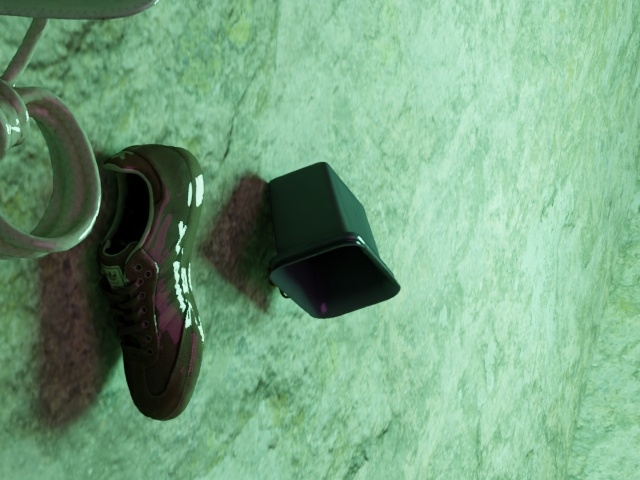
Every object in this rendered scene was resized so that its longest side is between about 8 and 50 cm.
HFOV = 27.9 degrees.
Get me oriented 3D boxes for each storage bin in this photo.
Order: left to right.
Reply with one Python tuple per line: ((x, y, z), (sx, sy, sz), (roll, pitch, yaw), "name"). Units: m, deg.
((0.000, 0.000, 1.098), (0.135, 0.098, 0.091), (46, 27, -60), "storage bin")

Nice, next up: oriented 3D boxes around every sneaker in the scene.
((-0.124, 0.029, 0.866), (0.071, 0.066, 0.188), (0, 92, -49), "sneaker")

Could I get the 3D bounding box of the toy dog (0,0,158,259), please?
((-0.123, -0.174, 0.626), (0.220, 0.161, 0.334), (38, 50, -23), "toy dog")
